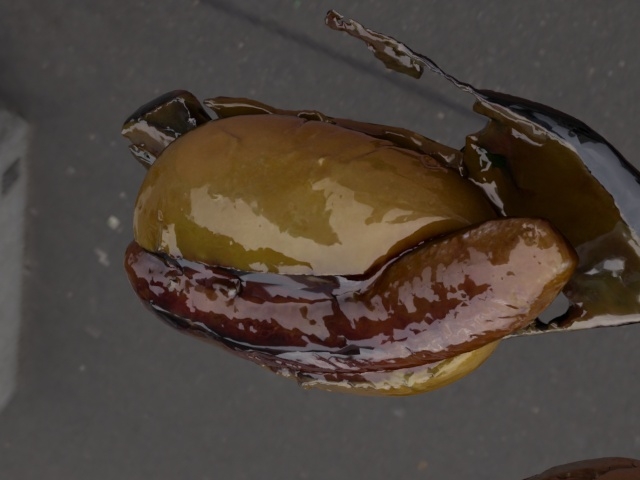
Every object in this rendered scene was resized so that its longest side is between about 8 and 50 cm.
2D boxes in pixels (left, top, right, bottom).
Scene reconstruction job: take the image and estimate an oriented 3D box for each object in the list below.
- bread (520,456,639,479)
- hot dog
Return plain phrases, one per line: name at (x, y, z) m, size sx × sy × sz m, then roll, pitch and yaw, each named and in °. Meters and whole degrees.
bread at (0.175, 0.276, 1.105) m, size 0.143 × 0.269 × 0.195 m, roll 61°, pitch 172°, yaw -12°
hot dog at (0.002, 0.004, 0.675) m, size 0.326 × 0.107 × 0.194 m, roll -8°, pitch 127°, yaw 52°
